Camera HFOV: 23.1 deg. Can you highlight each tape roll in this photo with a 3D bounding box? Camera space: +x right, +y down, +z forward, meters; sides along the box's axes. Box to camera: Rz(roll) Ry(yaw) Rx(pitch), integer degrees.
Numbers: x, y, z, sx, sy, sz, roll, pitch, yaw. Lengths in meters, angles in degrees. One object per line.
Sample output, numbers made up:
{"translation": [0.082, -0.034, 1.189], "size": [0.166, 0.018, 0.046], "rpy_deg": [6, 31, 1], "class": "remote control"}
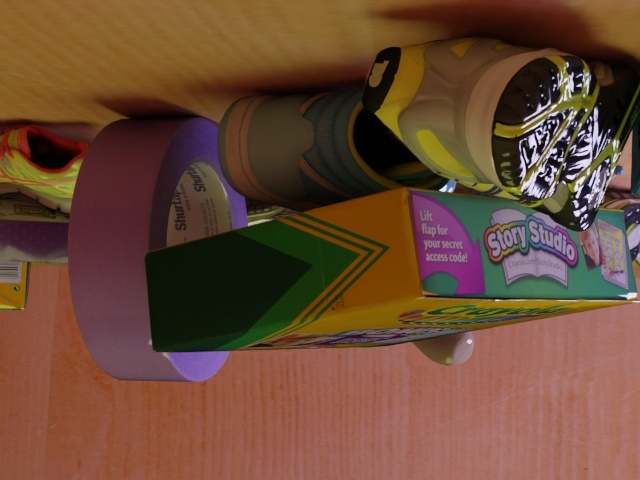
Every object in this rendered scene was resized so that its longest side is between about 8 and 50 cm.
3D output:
{"translation": [-0.162, 0.009, 1.631], "size": [0.090, 0.274, 0.275], "rpy_deg": [-1, 174, 18], "class": "tape roll"}

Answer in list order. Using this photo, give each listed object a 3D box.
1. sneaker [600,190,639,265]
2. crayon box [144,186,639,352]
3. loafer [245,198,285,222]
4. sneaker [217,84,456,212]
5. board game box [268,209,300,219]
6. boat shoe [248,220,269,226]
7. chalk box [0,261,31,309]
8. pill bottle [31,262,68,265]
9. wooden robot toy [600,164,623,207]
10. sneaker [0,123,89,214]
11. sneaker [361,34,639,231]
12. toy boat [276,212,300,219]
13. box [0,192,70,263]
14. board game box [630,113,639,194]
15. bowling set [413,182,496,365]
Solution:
{"translation": [0.396, -0.028, 2.126], "size": [0.121, 0.111, 0.300], "rpy_deg": [23, -173, 26], "class": "sneaker"}
{"translation": [0.073, 0.037, 1.486], "size": [0.313, 0.106, 0.363], "rpy_deg": [-12, 171, 39], "class": "crayon box"}
{"translation": [-0.150, -0.050, 1.938], "size": [0.269, 0.101, 0.092], "rpy_deg": [-1, 168, 19], "class": "loafer"}
{"translation": [0.079, -0.072, 1.499], "size": [0.208, 0.127, 0.319], "rpy_deg": [-2, 175, 41], "class": "sneaker"}
{"translation": [-0.049, -0.057, 2.150], "size": [0.243, 0.042, 0.165], "rpy_deg": [0, 175, 19], "class": "board game box"}
{"translation": [-0.112, -0.032, 2.335], "size": [0.320, 0.116, 0.099], "rpy_deg": [-5, -144, 5], "class": "boat shoe"}
{"translation": [-0.428, -0.023, 1.938], "size": [0.132, 0.132, 0.213], "rpy_deg": [2, -153, -15], "class": "chalk box"}
{"translation": [-0.359, -0.022, 2.218], "size": [0.208, 0.117, 0.117], "rpy_deg": [-1, 174, 30], "class": "pill bottle"}
{"translation": [0.317, -0.048, 1.929], "size": [0.076, 0.079, 0.173], "rpy_deg": [2, 174, -9], "class": "wooden robot toy"}
{"translation": [-0.336, -0.097, 1.708], "size": [0.209, 0.081, 0.094], "rpy_deg": [9, 145, 1], "class": "sneaker"}
{"translation": [0.160, -0.101, 1.271], "size": [0.147, 0.145, 0.385], "rpy_deg": [22, -179, 23], "class": "sneaker"}
{"translation": [0.000, 0.000, 1.935], "size": [0.151, 0.151, 0.231], "rpy_deg": [-2, 166, -18], "class": "toy boat"}
{"translation": [-0.396, -0.046, 1.783], "size": [0.293, 0.057, 0.201], "rpy_deg": [3, -153, -14], "class": "box"}
{"translation": [0.411, -0.095, 1.374], "size": [0.254, 0.079, 0.336], "rpy_deg": [1, 175, 8], "class": "board game box"}
{"translation": [0.158, -0.025, 1.768], "size": [0.154, 0.287, 0.200], "rpy_deg": [35, 165, 42], "class": "bowling set"}
